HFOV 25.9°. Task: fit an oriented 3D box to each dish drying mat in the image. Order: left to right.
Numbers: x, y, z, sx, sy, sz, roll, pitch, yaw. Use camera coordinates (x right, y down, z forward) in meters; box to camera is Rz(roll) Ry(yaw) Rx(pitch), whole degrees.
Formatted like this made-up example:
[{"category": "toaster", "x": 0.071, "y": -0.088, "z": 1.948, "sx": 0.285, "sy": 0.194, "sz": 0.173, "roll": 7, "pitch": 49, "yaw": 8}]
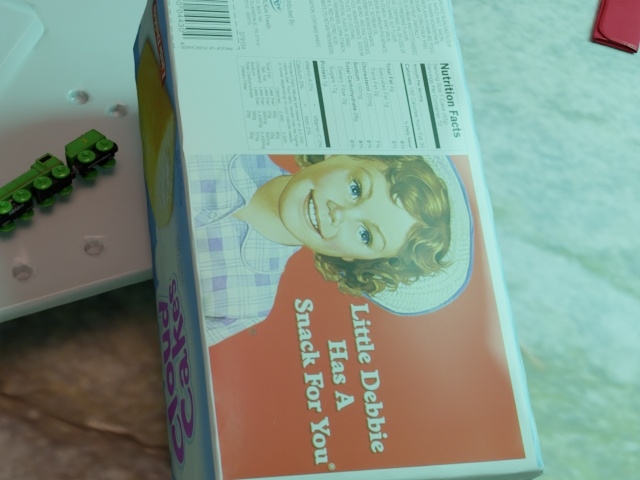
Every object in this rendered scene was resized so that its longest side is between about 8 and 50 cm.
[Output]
[{"category": "dish drying mat", "x": 0.208, "y": -0.160, "z": 0.952, "sx": 0.032, "sy": 0.008, "sz": 0.083, "roll": 18, "pitch": 49, "yaw": 4}]

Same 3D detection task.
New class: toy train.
[{"category": "toy train", "x": -0.140, "y": -0.032, "z": 0.710, "sx": 0.024, "sy": 0.017, "sz": 0.083, "roll": 33, "pitch": 52, "yaw": 30}]

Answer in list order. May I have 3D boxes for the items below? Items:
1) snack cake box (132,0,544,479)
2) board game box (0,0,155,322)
[{"category": "snack cake box", "x": 0.000, "y": 0.000, "z": 0.674, "sx": 0.152, "sy": 0.089, "sz": 0.264, "roll": 0, "pitch": 67, "yaw": -18}, {"category": "board game box", "x": -0.226, "y": -0.096, "z": 0.795, "sx": 0.390, "sy": 0.050, "sz": 0.390, "roll": -17, "pitch": 55, "yaw": -22}]
